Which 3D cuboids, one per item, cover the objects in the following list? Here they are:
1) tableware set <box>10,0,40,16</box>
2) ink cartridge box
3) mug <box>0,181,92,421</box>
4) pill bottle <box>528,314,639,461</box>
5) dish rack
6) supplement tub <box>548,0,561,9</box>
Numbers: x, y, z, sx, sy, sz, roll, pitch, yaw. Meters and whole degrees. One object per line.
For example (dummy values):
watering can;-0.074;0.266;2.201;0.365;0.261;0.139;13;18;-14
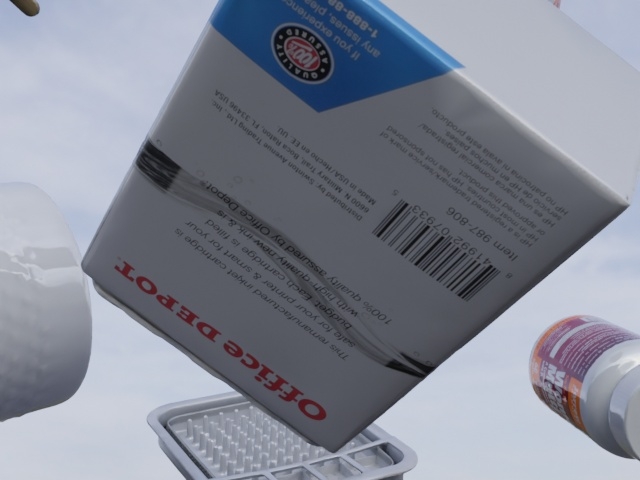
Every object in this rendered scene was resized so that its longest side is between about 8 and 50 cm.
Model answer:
tableware set;-0.269;-0.191;0.626;0.194;0.128;0.039;9;7;25
ink cartridge box;0.016;-0.041;0.761;0.285;0.166;0.395;37;-46;-3
mug;-0.473;0.040;1.047;0.328;0.374;0.276;-11;-2;-42
pill bottle;0.309;0.154;0.987;0.121;0.121;0.221;3;6;-9
dish rack;-0.060;0.293;1.297;0.286;0.072;0.333;-7;17;-27
supplement tub;0.128;-0.329;0.881;0.194;0.193;0.316;-7;-36;18
